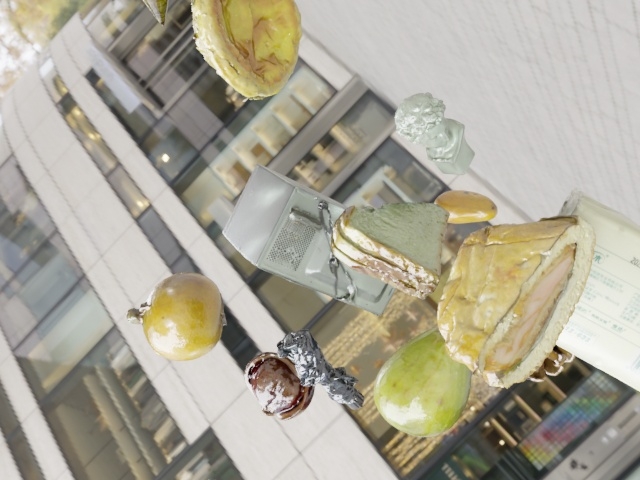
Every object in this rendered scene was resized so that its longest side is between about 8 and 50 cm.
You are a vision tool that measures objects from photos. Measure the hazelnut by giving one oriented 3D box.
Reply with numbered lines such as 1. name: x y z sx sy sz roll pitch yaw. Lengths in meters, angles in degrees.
1. hazelnut: -0.108 0.402 1.915 0.161 0.170 0.202 -13 -150 -42

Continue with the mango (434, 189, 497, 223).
1. mango: 0.416 -0.097 1.965 0.115 0.178 0.090 -77 -18 -59

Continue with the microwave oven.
1. microwave oven: 0.000 0.000 1.937 0.432 0.236 0.374 24 -175 -29

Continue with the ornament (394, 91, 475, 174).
1. ornament: 0.271 -0.254 1.620 0.130 0.120 0.285 12 170 32

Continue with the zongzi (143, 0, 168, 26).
1. zongzi: -0.266 -0.684 1.322 0.208 0.403 0.432 42 169 33

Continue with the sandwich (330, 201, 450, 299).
1. sandwich: 0.164 -0.021 1.549 0.254 0.099 0.288 26 -141 -1

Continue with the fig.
1. fig: 0.307 0.393 1.937 0.258 0.326 0.258 27 -162 -9

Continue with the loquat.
1. loquat: -0.515 0.278 2.470 0.360 0.328 0.328 1 -161 -14

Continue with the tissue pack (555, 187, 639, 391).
1. tissue pack: 0.602 0.107 1.374 0.381 0.297 0.207 31 -164 6

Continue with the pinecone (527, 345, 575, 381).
1. pinecone: 0.565 0.218 1.880 0.384 0.384 0.384 44 -174 -5

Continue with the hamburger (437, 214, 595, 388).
1. hamburger: 0.338 0.084 1.250 0.162 0.329 0.209 30 -178 -35

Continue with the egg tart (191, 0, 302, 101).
1. egg tart: -0.180 -0.477 1.513 0.132 0.341 0.341 2 155 38

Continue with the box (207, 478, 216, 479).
1. box: -0.148 0.627 1.531 0.168 0.071 0.259 36 161 -32

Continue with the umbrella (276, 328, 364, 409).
1. umbrella: 0.006 0.262 1.320 0.224 0.080 0.071 46 -140 -30
